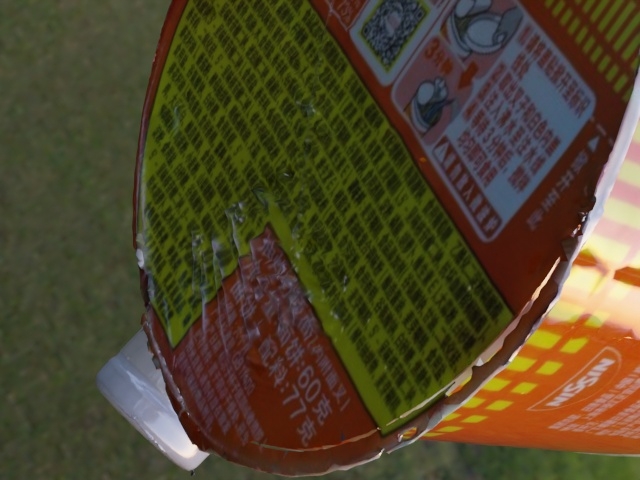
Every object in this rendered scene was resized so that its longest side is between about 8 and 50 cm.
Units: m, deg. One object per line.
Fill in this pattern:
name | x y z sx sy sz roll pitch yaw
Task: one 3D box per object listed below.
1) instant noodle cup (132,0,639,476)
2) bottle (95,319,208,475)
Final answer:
instant noodle cup | 0.085 -0.013 0.478 0.212 0.193 0.193 18 44 -37
bottle | 0.000 0.000 0.732 0.060 0.217 0.060 44 -5 5
